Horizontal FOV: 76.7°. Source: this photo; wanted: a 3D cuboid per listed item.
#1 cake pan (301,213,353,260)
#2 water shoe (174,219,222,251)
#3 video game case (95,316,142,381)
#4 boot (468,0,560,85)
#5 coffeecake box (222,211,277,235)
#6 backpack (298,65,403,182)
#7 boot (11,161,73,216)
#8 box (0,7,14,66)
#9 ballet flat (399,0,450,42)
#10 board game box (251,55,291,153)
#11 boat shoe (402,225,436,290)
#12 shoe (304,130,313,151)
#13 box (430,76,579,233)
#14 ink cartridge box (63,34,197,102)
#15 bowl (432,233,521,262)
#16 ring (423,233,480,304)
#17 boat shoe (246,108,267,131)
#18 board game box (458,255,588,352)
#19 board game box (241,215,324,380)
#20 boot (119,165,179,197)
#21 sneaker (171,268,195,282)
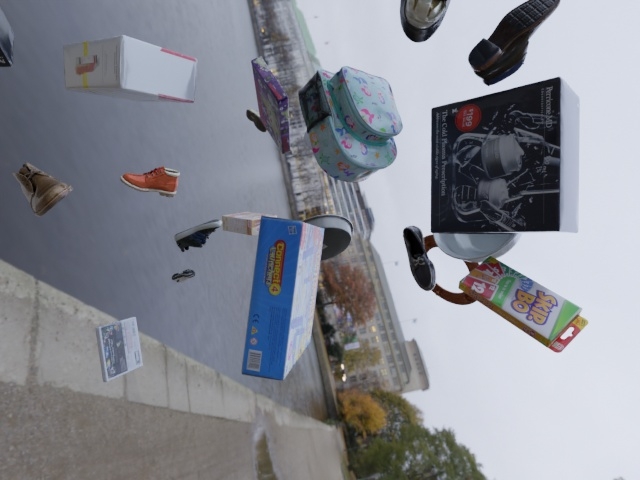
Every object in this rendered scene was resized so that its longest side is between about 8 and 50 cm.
[{"bbox_3d":[0.000,0.000,1.680,0.293,0.293,0.054,82,-5,-59],"label":"cake pan"},{"bbox_3d":[-0.435,-0.017,1.480,0.080,0.203,0.073,69,20,-10],"label":"water shoe"},{"bbox_3d":[-0.724,0.388,1.462,0.173,0.022,0.190,-6,88,-73],"label":"video game case"},{"bbox_3d":[0.455,-0.464,0.947,0.106,0.219,0.082,27,32,-52],"label":"boot"},{"bbox_3d":[-0.296,-0.073,1.691,0.142,0.186,0.068,-15,109,-49],"label":"coffeecake box"},{"bbox_3d":[0.080,-0.275,0.980,0.191,0.225,0.253,-19,-102,48],"label":"backpack"},{"bbox_3d":[-0.763,-0.145,1.090,0.305,0.112,0.115,14,-36,45],"label":"boot"},{"bbox_3d":[-0.702,-0.390,0.673,0.184,0.261,0.103,112,-35,-60],"label":"box"},{"bbox_3d":[0.145,-0.343,0.530,0.203,0.074,0.074,106,-26,-60],"label":"ballet flat"},{"bbox_3d":[-0.188,-0.514,1.586,0.208,0.056,0.347,62,-11,17],"label":"board game box"},{"bbox_3d":[0.290,0.053,1.221,0.065,0.075,0.206,7,68,-56],"label":"boat shoe"},{"bbox_3d":[0.012,-0.318,1.439,0.178,0.063,0.081,51,8,23],"label":"shoe"},{"bbox_3d":[0.462,-0.187,1.032,0.313,0.179,0.343,0,-91,43],"label":"box"},{"bbox_3d":[-0.670,-0.586,1.424,0.279,0.385,0.160,-11,111,-53],"label":"ink cartridge box"},{"bbox_3d":[0.527,-0.041,1.311,0.134,0.298,0.297,38,25,-37],"label":"bowl"},{"bbox_3d":[0.521,0.128,1.684,0.337,0.032,0.336,36,-38,35],"label":"ring"},{"bbox_3d":[-0.307,-0.624,2.080,0.190,0.072,0.068,50,-39,28],"label":"boat shoe"},{"bbox_3d":[0.469,0.141,0.947,0.259,0.124,0.039,40,-27,38],"label":"board game box"},{"bbox_3d":[-0.071,0.110,0.908,0.302,0.086,0.308,2,96,-82],"label":"board game box"},{"bbox_3d":[-0.480,-0.180,1.149,0.059,0.158,0.084,47,-62,39],"label":"boot"},{"bbox_3d":[-0.586,0.155,1.753,0.043,0.109,0.040,60,21,-50],"label":"sneaker"}]
